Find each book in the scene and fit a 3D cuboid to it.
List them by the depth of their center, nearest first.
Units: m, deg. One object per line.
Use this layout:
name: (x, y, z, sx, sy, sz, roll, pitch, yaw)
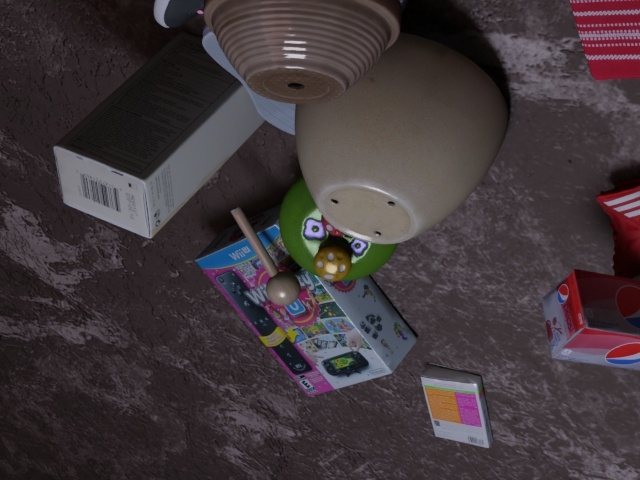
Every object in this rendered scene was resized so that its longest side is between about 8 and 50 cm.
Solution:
book: (0.221, 0.268, 2.349, 0.096, 0.035, 0.144, 10, 133, 28)

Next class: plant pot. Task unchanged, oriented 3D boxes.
plant pot: (-0.023, -0.232, 1.731, 0.237, 0.109, 0.237, 3, 165, 1)
plant pot: (0.086, -0.108, 1.905, 0.284, 0.191, 0.284, 13, 149, 8)

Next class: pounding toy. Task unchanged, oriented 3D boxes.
pounding toy: (0.000, 0.000, 2.125, 0.237, 0.110, 0.183, -22, 107, 14)

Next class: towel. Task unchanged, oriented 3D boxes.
towel: (0.369, -0.305, 1.682, 0.199, 0.031, 0.274, 4, 127, 39)

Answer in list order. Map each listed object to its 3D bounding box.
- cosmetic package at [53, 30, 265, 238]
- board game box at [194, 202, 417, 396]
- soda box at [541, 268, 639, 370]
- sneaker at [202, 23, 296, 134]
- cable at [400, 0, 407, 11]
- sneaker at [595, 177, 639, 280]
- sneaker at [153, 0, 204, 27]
cosmetic package: (-0.219, -0.156, 2.079, 0.160, 0.309, 0.113, 23, 138, 23)
board game box: (-0.024, 0.092, 2.329, 0.224, 0.097, 0.303, -23, 110, 48)
soda box: (0.420, 0.112, 1.879, 0.263, 0.092, 0.083, 9, 144, -22)
sneaker: (-0.067, -0.247, 2.050, 0.094, 0.091, 0.258, -10, 142, 30)
cable: (-0.006, -0.353, 1.895, 0.257, 0.089, 0.257, 16, 136, 27)
sneaker: (0.410, -0.006, 1.917, 0.128, 0.087, 0.221, 51, 148, 19)
sneaker: (-0.098, -0.315, 1.846, 0.147, 0.104, 0.296, 49, 137, -4)
